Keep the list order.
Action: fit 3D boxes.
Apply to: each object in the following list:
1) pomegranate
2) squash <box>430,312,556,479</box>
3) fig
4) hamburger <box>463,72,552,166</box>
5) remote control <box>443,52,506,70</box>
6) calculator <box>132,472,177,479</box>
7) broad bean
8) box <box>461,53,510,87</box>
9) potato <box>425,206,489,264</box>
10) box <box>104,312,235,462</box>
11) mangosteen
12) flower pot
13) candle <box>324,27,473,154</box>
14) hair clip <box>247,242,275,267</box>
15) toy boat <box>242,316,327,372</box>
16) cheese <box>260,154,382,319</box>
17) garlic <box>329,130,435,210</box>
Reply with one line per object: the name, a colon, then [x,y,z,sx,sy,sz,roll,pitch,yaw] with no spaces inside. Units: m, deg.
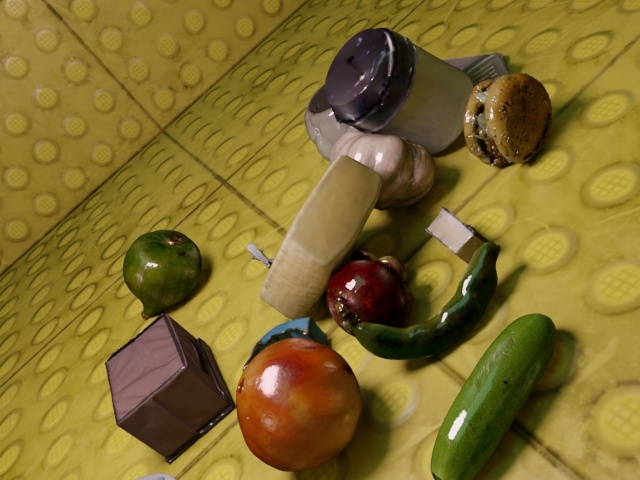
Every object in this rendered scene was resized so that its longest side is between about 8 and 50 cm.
pomegranate: [-0.035,0.260,1.104,0.209,0.209,0.209,-29,31,19]
squash: [0.238,0.213,0.963,0.292,0.082,0.082,-51,31,-19]
fig: [-0.410,0.109,1.824,0.203,0.235,0.203,7,31,-4]
hamburger: [0.360,-0.228,1.350,0.185,0.177,0.113,-27,25,-36]
remote control: [0.366,-0.434,1.768,0.077,0.022,0.245,-52,30,-16]
calculator: [-0.378,0.535,1.281,0.303,0.042,0.188,-33,31,12]
broad bean: [0.176,0.112,1.137,0.292,0.144,0.049,-21,-4,0]
box: [0.370,-0.376,1.624,0.122,0.084,0.069,-34,22,9]
potato: [0.250,-0.005,1.256,0.061,0.086,0.122,-52,30,8]
box: [-0.315,0.290,1.432,0.188,0.153,0.252,-41,30,0]
mangosteen: [0.101,0.087,1.236,0.181,0.156,0.146,-34,3,-16]
flower pot: [0.086,-0.294,1.724,0.246,0.195,0.246,-28,32,19]
candle: [0.194,-0.309,1.527,0.221,0.343,0.221,-30,51,45]
hair clip: [-0.146,0.038,1.700,0.030,0.039,0.115,-51,33,-8]
toy boat: [-0.074,0.210,1.337,0.185,0.075,0.077,-23,25,33]
cheese: [0.000,0.000,1.369,0.242,0.124,0.265,-63,1,-33]
garlic: [0.127,-0.141,1.470,0.228,0.228,0.152,13,82,55]
